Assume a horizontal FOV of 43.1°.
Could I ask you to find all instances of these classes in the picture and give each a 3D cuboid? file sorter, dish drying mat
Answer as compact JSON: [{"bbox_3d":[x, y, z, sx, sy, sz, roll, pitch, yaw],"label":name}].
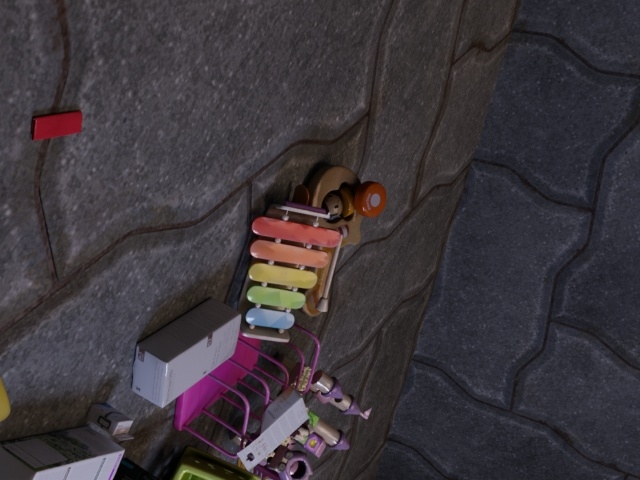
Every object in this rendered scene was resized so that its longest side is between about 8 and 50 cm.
[{"bbox_3d":[-0.156,0.310,1.801,0.290,0.182,0.202,-36,146,-50],"label":"file sorter"},{"bbox_3d":[-0.351,-0.154,1.078,0.083,0.008,0.032,-26,136,-56],"label":"dish drying mat"}]

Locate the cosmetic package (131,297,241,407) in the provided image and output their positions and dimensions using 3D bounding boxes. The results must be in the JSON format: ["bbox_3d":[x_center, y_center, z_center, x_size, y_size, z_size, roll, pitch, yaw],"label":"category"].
[{"bbox_3d":[-0.261,0.216,1.595,0.231,0.085,0.117,-36,145,-52],"label":"cosmetic package"}]

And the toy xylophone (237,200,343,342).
[{"bbox_3d":[-0.059,0.064,1.755,0.236,0.081,0.323,3,109,-23],"label":"toy xylophone"}]

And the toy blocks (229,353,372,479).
[{"bbox_3d":[-0.017,0.482,2.038,0.260,0.309,0.289,40,72,-24],"label":"toy blocks"}]

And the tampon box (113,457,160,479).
[{"bbox_3d":[-0.394,0.537,1.594,0.161,0.120,0.101,-42,150,-43],"label":"tampon box"}]

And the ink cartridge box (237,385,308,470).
[{"bbox_3d":[-0.108,0.405,1.740,0.179,0.045,0.145,-37,153,-15],"label":"ink cartridge box"}]

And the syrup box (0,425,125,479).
[{"bbox_3d":[-0.442,0.383,1.349,0.096,0.093,0.237,-66,159,3],"label":"syrup box"}]

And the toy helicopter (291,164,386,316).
[{"bbox_3d":[0.000,0.000,1.863,0.235,0.140,0.355,10,94,-45],"label":"toy helicopter"}]

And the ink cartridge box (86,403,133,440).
[{"bbox_3d":[-0.373,0.326,1.457,0.028,0.083,0.048,-64,159,2],"label":"ink cartridge box"}]

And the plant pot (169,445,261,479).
[{"bbox_3d":[-0.256,0.608,1.822,0.227,0.228,0.207,-64,-171,0],"label":"plant pot"}]

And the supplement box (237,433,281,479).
[{"bbox_3d":[-0.130,0.628,2.207,0.081,0.188,0.104,-42,150,-42],"label":"supplement box"}]

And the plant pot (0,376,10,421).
[{"bbox_3d":[-0.481,0.127,0.805,0.239,0.254,0.254,-29,143,-31],"label":"plant pot"}]
